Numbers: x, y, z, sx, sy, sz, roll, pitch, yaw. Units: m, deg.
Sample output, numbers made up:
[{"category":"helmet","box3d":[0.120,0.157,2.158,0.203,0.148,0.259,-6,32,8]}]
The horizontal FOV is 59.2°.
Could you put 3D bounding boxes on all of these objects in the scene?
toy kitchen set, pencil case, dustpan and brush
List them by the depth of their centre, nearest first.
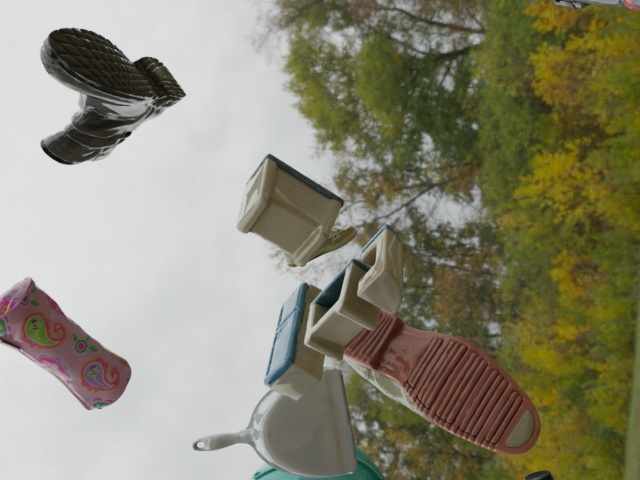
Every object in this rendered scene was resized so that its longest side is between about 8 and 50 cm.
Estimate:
[{"category":"toy kitchen set","box3d":[-0.031,0.030,0.558,0.166,0.207,0.122,30,-144,-14]},{"category":"dustpan and brush","box3d":[-0.067,0.261,0.767,0.060,0.211,0.147,146,115,-72]},{"category":"pencil case","box3d":[-0.483,0.197,1.041,0.284,0.124,0.124,53,-136,-30]}]

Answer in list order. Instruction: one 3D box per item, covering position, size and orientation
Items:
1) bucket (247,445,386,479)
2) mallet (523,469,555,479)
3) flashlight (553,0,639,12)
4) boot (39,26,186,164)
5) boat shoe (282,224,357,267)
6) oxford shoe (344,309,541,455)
[{"category":"bucket","box3d":[-0.009,0.510,1.085,0.183,0.281,0.281,-46,-46,-42]},{"category":"mallet","box3d":[0.314,0.292,0.658,0.039,0.189,0.062,-13,-112,-30]},{"category":"flashlight","box3d":[0.365,-0.342,0.703,0.304,0.103,0.103,-108,38,-60]},{"category":"boot","box3d":[-0.365,-0.200,0.896,0.118,0.223,0.338,55,-168,3]},{"category":"boat shoe","box3d":[-0.001,0.000,1.050,0.153,0.056,0.048,-25,-80,-18]},{"category":"oxford shoe","box3d":[0.193,0.239,0.971,0.140,0.397,0.146,-46,-42,-16]}]
